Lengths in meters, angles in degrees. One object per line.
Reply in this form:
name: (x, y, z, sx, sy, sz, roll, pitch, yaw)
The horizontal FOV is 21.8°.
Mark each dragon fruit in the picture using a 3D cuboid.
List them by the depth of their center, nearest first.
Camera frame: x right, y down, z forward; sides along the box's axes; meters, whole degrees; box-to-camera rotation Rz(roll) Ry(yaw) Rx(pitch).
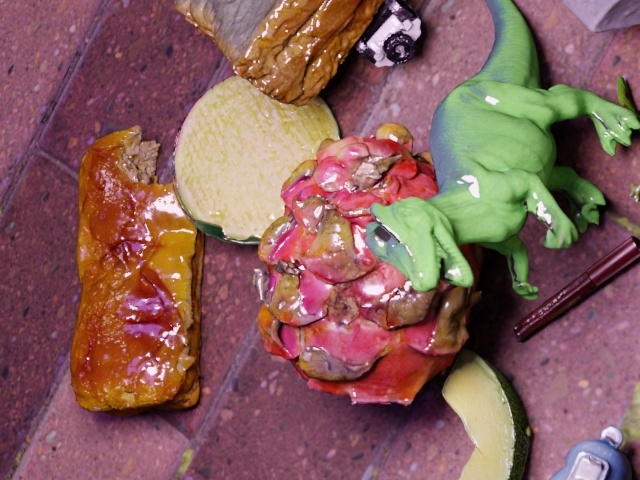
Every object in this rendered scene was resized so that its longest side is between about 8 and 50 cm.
dragon fruit: (0.057, 0.016, 1.833, 0.250, 0.269, 0.291, 4, 103, 8)

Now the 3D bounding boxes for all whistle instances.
whistle: (0.255, 0.318, 1.729, 0.180, 0.093, 0.269, 25, 94, 21)

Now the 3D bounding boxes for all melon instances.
melon: (0.174, 0.236, 1.826, 0.118, 0.064, 0.210, 22, 93, 36)

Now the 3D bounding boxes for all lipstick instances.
lipstick: (0.281, 0.055, 1.821, 0.176, 0.027, 0.027, -39, 59, 23)

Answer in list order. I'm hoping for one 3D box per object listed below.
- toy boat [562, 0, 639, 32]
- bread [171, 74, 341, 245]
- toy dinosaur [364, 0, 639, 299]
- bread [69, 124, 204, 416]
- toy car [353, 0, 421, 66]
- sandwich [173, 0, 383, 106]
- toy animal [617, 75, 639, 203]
toy boat: (0.390, -0.376, 1.810, 0.276, 0.111, 0.294, -11, 62, 25)
bread: (-0.079, -0.101, 2.077, 0.228, 0.033, 0.229, -5, 73, 17)
toy dinosaur: (0.129, -0.135, 1.783, 0.500, 0.374, 0.144, 58, 139, 34)
bread: (-0.231, 0.034, 2.131, 0.185, 0.109, 0.380, -13, 68, 31)
toy car: (0.073, -0.270, 2.010, 0.080, 0.070, 0.171, -47, 37, 17)
sandwich: (-0.046, -0.336, 2.031, 0.262, 0.131, 0.325, -54, 35, 8)
toy animal: (0.357, -0.083, 1.795, 0.075, 0.041, 0.217, -46, 52, 20)
